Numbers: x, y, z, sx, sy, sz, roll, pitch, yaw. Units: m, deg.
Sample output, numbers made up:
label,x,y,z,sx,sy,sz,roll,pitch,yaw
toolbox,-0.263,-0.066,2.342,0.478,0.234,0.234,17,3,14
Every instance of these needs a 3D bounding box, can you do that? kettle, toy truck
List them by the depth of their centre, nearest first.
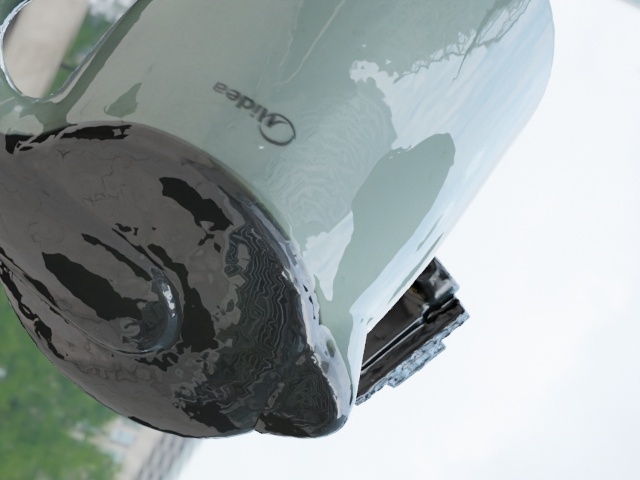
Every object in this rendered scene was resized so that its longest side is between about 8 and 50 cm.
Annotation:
label,x,y,z,sx,sy,sz,roll,pitch,yaw
kettle,-0.042,-0.052,0.671,0.236,0.221,0.161,-54,179,-46
toy truck,0.000,0.000,1.217,0.127,0.127,0.257,-39,-121,2
